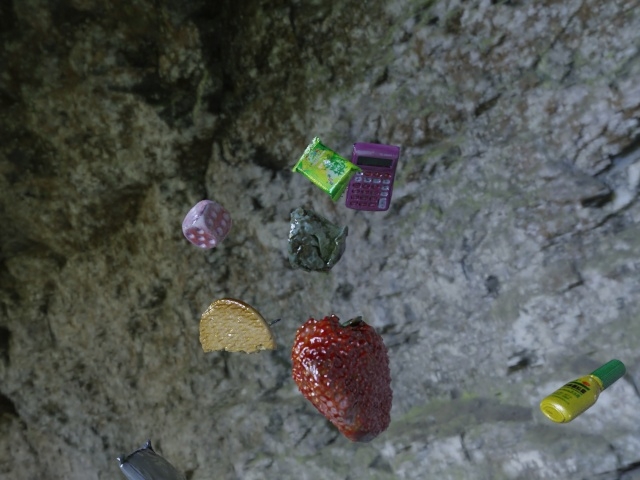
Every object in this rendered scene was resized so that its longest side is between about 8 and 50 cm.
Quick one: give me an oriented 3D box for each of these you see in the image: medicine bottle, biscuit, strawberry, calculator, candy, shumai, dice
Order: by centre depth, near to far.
[{"bbox_3d":[0.011,-0.166,1.549,0.102,0.178,0.032,-48,-42,-1],"label":"candy"},{"bbox_3d":[-0.202,0.200,1.558,0.224,0.145,0.033,-12,11,35],"label":"biscuit"},{"bbox_3d":[0.661,0.370,1.668,0.260,0.064,0.095,-22,15,-27],"label":"medicine bottle"},{"bbox_3d":[-0.001,-0.002,1.707,0.141,0.184,0.184,-1,-7,14],"label":"shumai"},{"bbox_3d":[-0.289,-0.041,1.710,0.091,0.093,0.094,-19,-51,39],"label":"dice"},{"bbox_3d":[0.135,-0.168,1.791,0.126,0.191,0.034,4,28,-8],"label":"calculator"},{"bbox_3d":[0.059,0.384,1.838,0.267,0.351,0.312,-35,-30,27],"label":"strawberry"}]

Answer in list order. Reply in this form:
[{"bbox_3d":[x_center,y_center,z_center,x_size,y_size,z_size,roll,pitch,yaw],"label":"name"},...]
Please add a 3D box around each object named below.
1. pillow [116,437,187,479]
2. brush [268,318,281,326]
[{"bbox_3d":[-0.332,0.551,1.481,0.059,0.255,0.169,-50,-6,8],"label":"pillow"},{"bbox_3d":[-0.135,0.224,1.780,0.083,0.008,0.024,-33,-8,33],"label":"brush"}]
